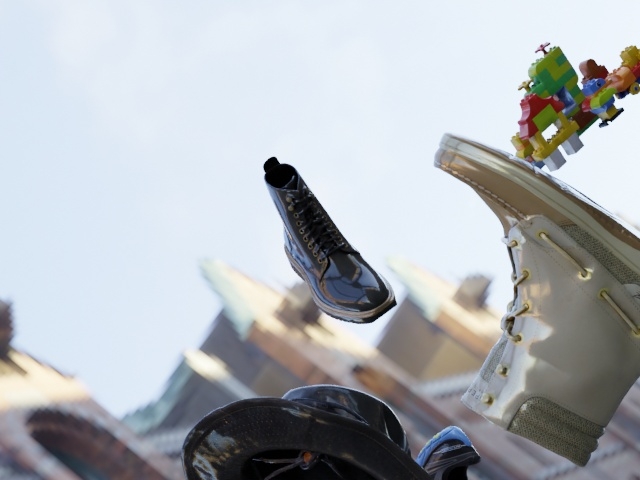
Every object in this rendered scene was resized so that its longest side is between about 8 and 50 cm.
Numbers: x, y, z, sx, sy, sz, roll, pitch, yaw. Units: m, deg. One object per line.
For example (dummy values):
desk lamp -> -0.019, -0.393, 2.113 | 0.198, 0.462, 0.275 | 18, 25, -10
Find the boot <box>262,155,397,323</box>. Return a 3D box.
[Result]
boot -> 0.000, 0.000, 1.946 | 0.077, 0.198, 0.137 | -35, -52, -18

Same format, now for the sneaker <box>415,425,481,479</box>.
sneaker -> 0.143, 0.323, 2.253 | 0.067, 0.078, 0.188 | -13, -41, -51

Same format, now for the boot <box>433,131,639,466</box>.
boot -> 0.167, 0.049, 1.480 | 0.203, 0.262, 0.095 | -56, 4, 10

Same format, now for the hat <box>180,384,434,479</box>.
hat -> 0.023, 0.247, 1.894 | 0.331, 0.331, 0.134 | 102, -170, -46

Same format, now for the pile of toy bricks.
pile of toy bricks -> 0.266, -0.167, 1.939 | 0.212, 0.105, 0.118 | -41, 13, -28
